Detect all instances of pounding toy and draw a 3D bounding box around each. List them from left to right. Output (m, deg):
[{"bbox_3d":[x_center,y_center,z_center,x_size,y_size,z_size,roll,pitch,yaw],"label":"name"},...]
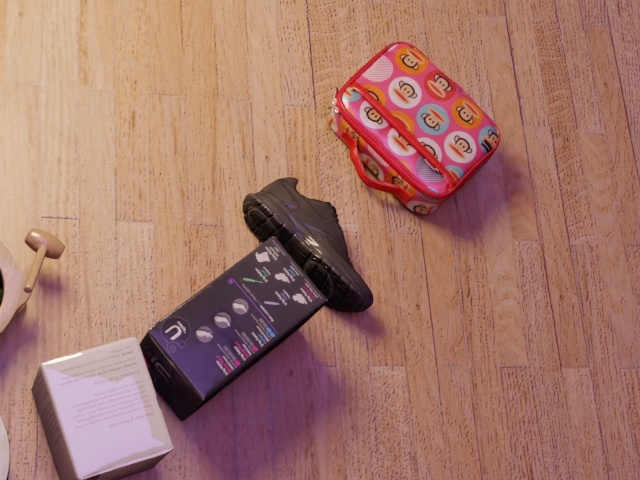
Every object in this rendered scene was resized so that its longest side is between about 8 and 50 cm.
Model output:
[{"bbox_3d":[-0.523,0.066,1.709,0.154,0.155,0.269,35,62,-8],"label":"pounding toy"}]

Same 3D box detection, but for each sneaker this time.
[{"bbox_3d":[0.000,0.000,1.954,0.286,0.109,0.130,48,56,2],"label":"sneaker"}]

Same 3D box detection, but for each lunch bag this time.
[{"bbox_3d":[0.159,-0.199,2.087,0.293,0.120,0.258,44,66,4],"label":"lunch bag"}]

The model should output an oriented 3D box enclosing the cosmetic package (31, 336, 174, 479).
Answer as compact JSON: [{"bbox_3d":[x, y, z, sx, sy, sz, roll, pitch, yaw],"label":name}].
[{"bbox_3d":[-0.332,0.267,1.696,0.151,0.151,0.184,-15,75,-25],"label":"cosmetic package"}]

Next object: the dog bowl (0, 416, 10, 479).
[{"bbox_3d":[-0.582,0.323,1.612,0.265,0.104,0.265,7,67,-16],"label":"dog bowl"}]

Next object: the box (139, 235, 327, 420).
[{"bbox_3d":[-0.148,0.141,1.804,0.270,0.165,0.143,-38,85,-28],"label":"box"}]
